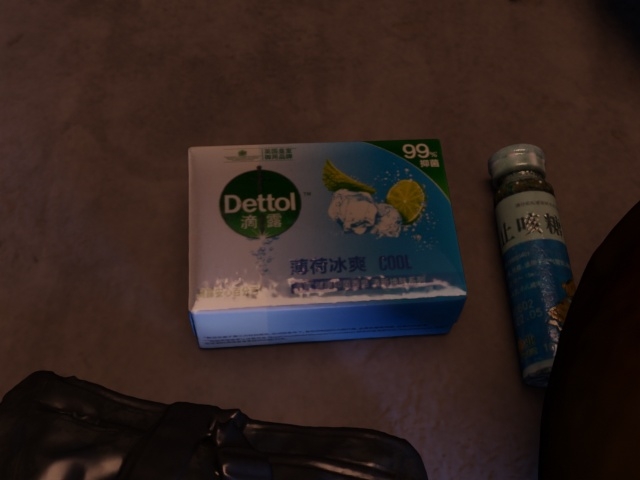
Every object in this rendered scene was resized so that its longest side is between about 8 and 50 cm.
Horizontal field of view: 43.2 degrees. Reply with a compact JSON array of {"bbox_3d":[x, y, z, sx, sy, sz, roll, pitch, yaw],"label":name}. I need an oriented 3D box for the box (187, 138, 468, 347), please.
[{"bbox_3d":[0.001,0.000,0.608,0.194,0.073,0.139,-3,62,-4],"label":"box"}]

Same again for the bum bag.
[{"bbox_3d":[-0.074,0.165,0.516,0.310,0.074,0.137,10,51,2],"label":"bum bag"}]

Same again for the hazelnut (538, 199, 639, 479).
[{"bbox_3d":[0.304,0.116,0.407,0.402,0.402,0.429,16,55,6],"label":"hazelnut"}]

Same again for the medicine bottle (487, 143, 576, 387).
[{"bbox_3d":[0.165,0.017,0.620,0.051,0.051,0.191,-2,61,-4],"label":"medicine bottle"}]
